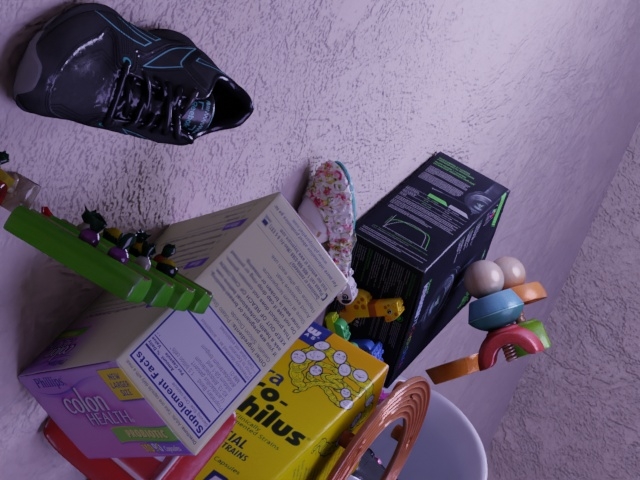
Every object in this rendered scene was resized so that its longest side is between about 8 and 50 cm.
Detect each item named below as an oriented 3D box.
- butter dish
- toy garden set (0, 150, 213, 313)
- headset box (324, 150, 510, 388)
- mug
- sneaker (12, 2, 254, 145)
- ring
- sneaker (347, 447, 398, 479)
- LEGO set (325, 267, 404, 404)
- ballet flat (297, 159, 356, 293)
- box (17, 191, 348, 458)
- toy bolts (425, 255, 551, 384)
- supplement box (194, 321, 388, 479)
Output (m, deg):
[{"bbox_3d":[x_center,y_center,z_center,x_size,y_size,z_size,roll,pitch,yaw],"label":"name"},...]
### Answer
[{"bbox_3d":[-0.202,0.208,1.549,0.160,0.160,0.118,-51,-178,-25],"label":"butter dish"},{"bbox_3d":[-0.194,-0.016,1.146,0.049,0.204,0.244,-60,171,0],"label":"toy garden set"},{"bbox_3d":[0.145,0.037,2.140,0.283,0.131,0.246,-41,154,-45],"label":"headset box"},{"bbox_3d":[0.092,0.392,2.379,0.328,0.276,0.374,116,-14,-47],"label":"mug"},{"bbox_3d":[-0.149,-0.134,1.199,0.267,0.106,0.101,-14,132,-62],"label":"sneaker"},{"bbox_3d":[0.042,0.318,1.856,0.336,0.032,0.336,-49,158,-28],"label":"ring"},{"bbox_3d":[0.039,0.277,2.083,0.296,0.105,0.146,33,79,-26],"label":"sneaker"},{"bbox_3d":[0.068,0.126,1.990,0.087,0.093,0.227,-46,127,-59],"label":"LEGO set"},{"bbox_3d":[0.000,0.000,1.809,0.077,0.091,0.241,-26,144,-21],"label":"ballet flat"},{"bbox_3d":[-0.133,0.086,1.375,0.243,0.117,0.214,-47,-161,-32],"label":"box"},{"bbox_3d":[0.245,0.116,2.184,0.218,0.158,0.228,-19,174,5],"label":"toy bolts"},{"bbox_3d":[-0.101,0.262,1.759,0.356,0.194,0.195,-40,153,-46],"label":"supplement box"}]
